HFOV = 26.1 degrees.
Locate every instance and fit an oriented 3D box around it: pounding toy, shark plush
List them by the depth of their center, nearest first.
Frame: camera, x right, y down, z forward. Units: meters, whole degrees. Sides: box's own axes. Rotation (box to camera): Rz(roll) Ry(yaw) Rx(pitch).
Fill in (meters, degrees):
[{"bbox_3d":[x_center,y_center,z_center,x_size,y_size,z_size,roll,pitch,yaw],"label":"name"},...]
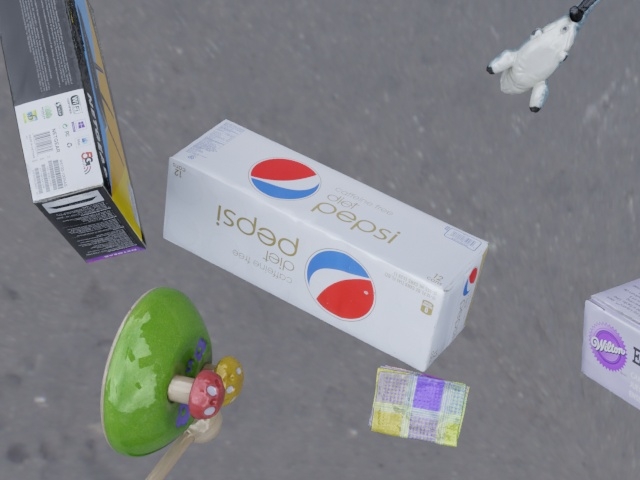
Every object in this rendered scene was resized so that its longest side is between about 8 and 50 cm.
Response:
[{"bbox_3d":[-0.136,0.168,1.453,0.110,0.237,0.183,12,40,19],"label":"pounding toy"},{"bbox_3d":[0.238,-0.215,1.464,0.073,0.067,0.161,32,123,4],"label":"shark plush"}]

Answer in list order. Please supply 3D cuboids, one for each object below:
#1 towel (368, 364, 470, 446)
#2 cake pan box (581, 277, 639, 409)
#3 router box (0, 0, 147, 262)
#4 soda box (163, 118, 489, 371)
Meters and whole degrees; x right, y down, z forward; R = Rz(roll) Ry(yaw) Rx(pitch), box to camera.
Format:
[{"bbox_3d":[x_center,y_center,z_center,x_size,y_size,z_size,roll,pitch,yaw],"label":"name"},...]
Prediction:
[{"bbox_3d":[0.086,0.147,1.221,0.083,0.009,0.060,12,89,2],"label":"towel"},{"bbox_3d":[0.338,0.076,0.881,0.267,0.245,0.070,33,129,46],"label":"cake pan box"},{"bbox_3d":[-0.157,-0.089,0.855,0.046,0.133,0.179,-14,74,-1],"label":"router box"},{"bbox_3d":[0.000,0.000,0.935,0.216,0.069,0.074,27,130,21],"label":"soda box"}]
